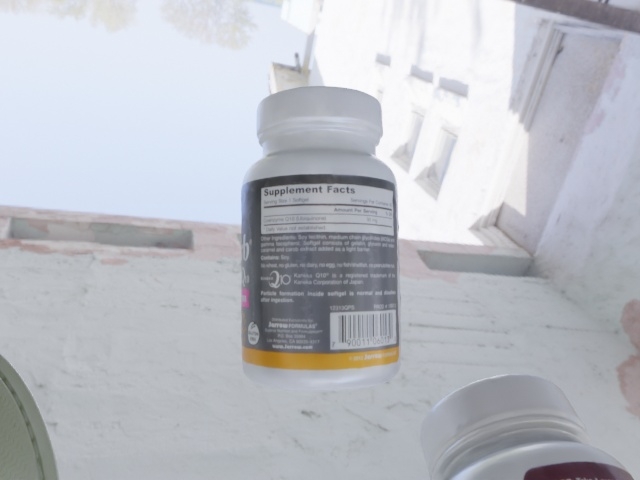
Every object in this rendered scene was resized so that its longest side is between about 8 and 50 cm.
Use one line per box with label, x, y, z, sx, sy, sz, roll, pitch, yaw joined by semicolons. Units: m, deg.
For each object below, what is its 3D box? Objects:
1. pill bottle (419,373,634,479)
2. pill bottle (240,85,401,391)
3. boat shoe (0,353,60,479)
pill bottle;0.235;0.342;0.484;0.224;0.224;0.392;7;-145;-12
pill bottle;0.000;0.000;0.523;0.162;0.278;0.162;-1;175;0
boat shoe;-0.310;0.133;0.384;0.340;0.113;0.127;28;-129;15
